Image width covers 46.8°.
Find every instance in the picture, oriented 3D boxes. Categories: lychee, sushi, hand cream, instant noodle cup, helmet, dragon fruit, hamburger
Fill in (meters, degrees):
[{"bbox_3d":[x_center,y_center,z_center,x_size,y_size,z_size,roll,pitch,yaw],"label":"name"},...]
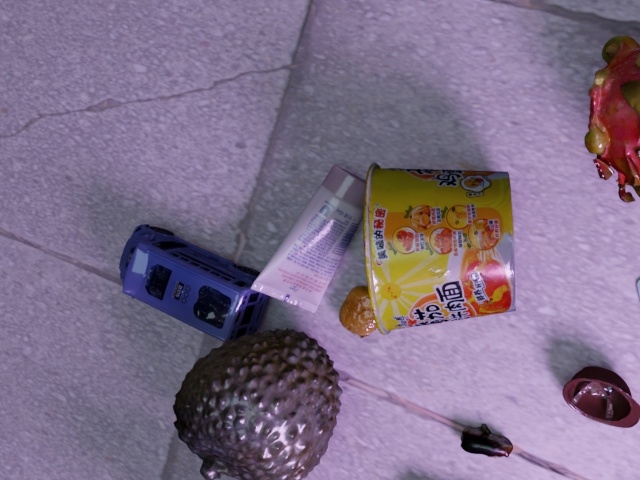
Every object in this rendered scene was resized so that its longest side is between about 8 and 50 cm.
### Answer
[{"bbox_3d":[-0.098,0.267,1.186,0.255,0.255,0.274,23,64,19],"label":"lychee"},{"bbox_3d":[0.259,0.314,1.152,0.083,0.046,0.044,8,92,21],"label":"sushi"},{"bbox_3d":[0.000,0.000,1.229,0.247,0.133,0.083,-58,29,8],"label":"hand cream"},{"bbox_3d":[0.181,0.008,1.082,0.200,0.264,0.264,-3,89,14],"label":"instant noodle cup"},{"bbox_3d":[0.418,0.220,1.086,0.111,0.057,0.089,25,134,14],"label":"helmet"},{"bbox_3d":[0.508,-0.155,0.981,0.307,0.243,0.227,29,75,-18],"label":"dragon fruit"},{"bbox_3d":[0.070,0.117,1.226,0.076,0.044,0.083,27,97,18],"label":"hamburger"}]

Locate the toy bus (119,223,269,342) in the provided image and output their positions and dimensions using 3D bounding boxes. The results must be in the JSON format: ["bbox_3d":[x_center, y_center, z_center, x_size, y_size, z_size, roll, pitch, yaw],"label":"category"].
[{"bbox_3d":[-0.241,0.073,1.296,0.292,0.133,0.125,23,99,19],"label":"toy bus"}]

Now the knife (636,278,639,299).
[{"bbox_3d":[0.547,0.158,1.055,0.260,0.035,0.063,44,111,22],"label":"knife"}]
